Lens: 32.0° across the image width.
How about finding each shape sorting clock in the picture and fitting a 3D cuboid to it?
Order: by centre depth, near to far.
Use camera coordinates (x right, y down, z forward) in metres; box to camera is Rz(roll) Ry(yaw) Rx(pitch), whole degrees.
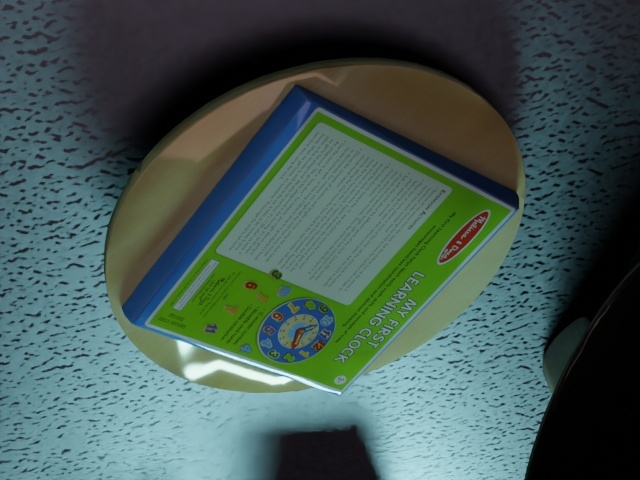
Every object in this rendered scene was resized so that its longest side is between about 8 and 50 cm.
[{"bbox_3d":[0.000,0.000,0.532,0.206,0.040,0.206,-9,132,-10],"label":"shape sorting clock"}]

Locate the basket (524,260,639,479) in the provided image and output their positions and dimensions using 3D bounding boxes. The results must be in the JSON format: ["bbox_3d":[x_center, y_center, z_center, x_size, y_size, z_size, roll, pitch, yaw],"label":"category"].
[{"bbox_3d":[0.240,0.123,0.532,0.226,0.154,0.204,21,101,-15],"label":"basket"}]

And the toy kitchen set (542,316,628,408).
[{"bbox_3d":[0.248,0.122,0.655,0.166,0.122,0.207,-28,133,13],"label":"toy kitchen set"}]
